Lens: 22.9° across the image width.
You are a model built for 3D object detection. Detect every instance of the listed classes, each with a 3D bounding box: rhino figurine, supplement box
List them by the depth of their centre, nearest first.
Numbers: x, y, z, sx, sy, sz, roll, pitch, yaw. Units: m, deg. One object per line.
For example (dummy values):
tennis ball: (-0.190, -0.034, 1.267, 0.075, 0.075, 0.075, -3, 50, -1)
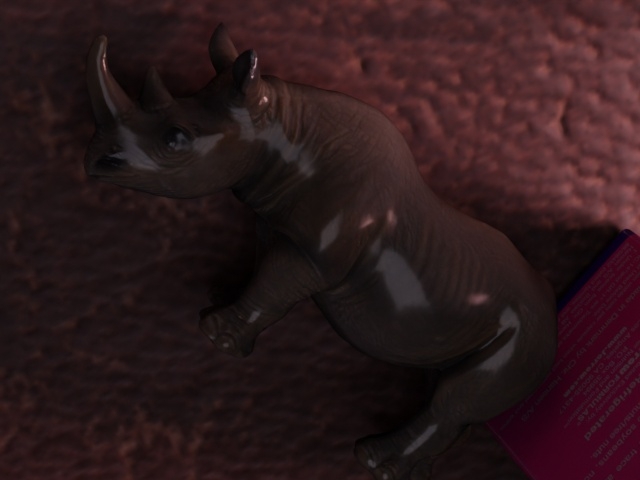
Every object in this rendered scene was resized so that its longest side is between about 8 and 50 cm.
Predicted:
rhino figurine: (0.000, 0.000, 0.624, 0.106, 0.073, 0.243, -44, 114, 8)
supplement box: (0.166, 0.099, 0.626, 0.111, 0.220, 0.114, 39, 96, -25)
